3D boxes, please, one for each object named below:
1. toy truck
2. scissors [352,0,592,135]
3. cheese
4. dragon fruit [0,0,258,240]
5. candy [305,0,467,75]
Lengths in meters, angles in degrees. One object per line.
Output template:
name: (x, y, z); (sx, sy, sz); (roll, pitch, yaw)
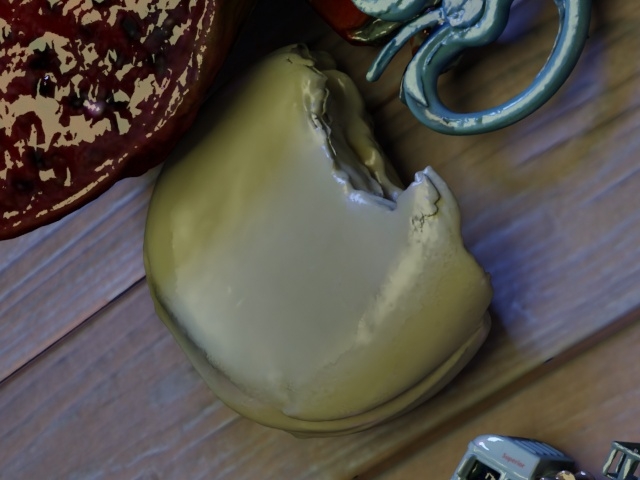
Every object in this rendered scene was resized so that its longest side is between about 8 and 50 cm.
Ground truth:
toy truck: (0.165, 0.176, 1.054); (0.177, 0.080, 0.115); (26, 97, 32)
scissors: (0.173, -0.229, 1.070); (0.393, 0.032, 0.180); (-41, 80, 18)
cheese: (0.000, 0.000, 1.152); (0.233, 0.127, 0.266); (-47, 64, 24)
dragon fruit: (-0.160, -0.207, 1.196); (0.302, 0.240, 0.330); (-35, 25, 17)
candy: (0.007, -0.212, 1.201); (0.292, 0.059, 0.086); (48, 117, 28)
